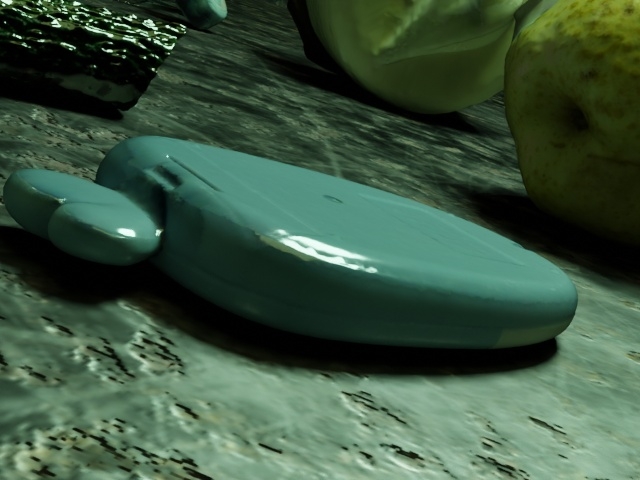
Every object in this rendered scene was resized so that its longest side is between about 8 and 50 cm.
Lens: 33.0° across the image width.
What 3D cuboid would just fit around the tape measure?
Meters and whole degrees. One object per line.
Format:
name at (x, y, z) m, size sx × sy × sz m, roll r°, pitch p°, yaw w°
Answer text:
tape measure at (-0.234, -0.347, 1.599) m, size 0.180 × 0.104 × 0.107 m, roll -14°, pitch 39°, yaw 6°

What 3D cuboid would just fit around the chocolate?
chocolate at (0.131, -0.303, 1.405) m, size 0.314 × 0.326 × 0.297 m, roll 18°, pitch 30°, yaw -11°

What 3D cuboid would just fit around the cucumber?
cucumber at (-0.221, -0.142, 0.732) m, size 0.265 × 0.077 × 0.077 m, roll 10°, pitch 16°, yaw -32°

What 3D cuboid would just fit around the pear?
pear at (0.274, -0.116, 0.891) m, size 0.271 × 0.271 × 0.271 m, roll 17°, pitch 14°, yaw -4°

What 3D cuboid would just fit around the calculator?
calculator at (0.000, 0.000, 0.522) m, size 0.303 × 0.042 × 0.188 m, roll 10°, pitch 16°, yaw -40°
